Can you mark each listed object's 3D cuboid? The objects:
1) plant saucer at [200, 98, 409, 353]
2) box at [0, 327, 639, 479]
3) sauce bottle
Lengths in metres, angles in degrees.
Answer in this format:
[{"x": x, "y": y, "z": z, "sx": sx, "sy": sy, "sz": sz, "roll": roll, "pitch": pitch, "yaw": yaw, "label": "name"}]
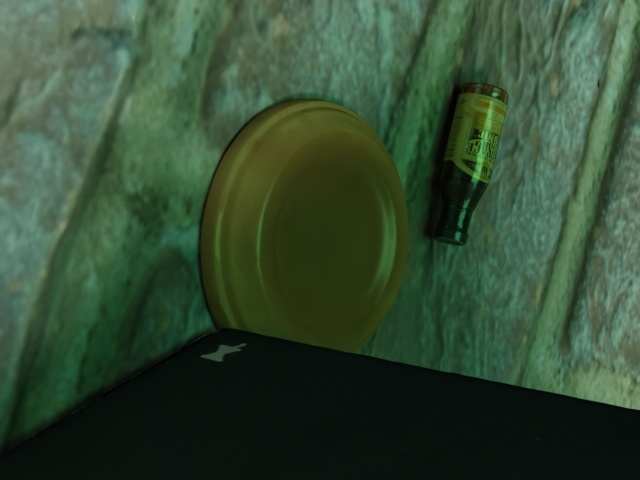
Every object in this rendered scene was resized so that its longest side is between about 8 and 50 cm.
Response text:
[{"x": 0.000, "y": 0.000, "z": 0.968, "sx": 0.200, "sy": 0.037, "sz": 0.200, "roll": -8, "pitch": 101, "yaw": -46, "label": "plant saucer"}, {"x": 0.057, "y": 0.340, "z": 0.746, "sx": 0.297, "sy": 0.480, "sz": 0.472, "roll": -28, "pitch": 114, "yaw": -41, "label": "box"}, {"x": 0.117, "y": -0.060, "z": 1.080, "sx": 0.042, "sy": 0.042, "sz": 0.128, "roll": 19, "pitch": 81, "yaw": -46, "label": "sauce bottle"}]
